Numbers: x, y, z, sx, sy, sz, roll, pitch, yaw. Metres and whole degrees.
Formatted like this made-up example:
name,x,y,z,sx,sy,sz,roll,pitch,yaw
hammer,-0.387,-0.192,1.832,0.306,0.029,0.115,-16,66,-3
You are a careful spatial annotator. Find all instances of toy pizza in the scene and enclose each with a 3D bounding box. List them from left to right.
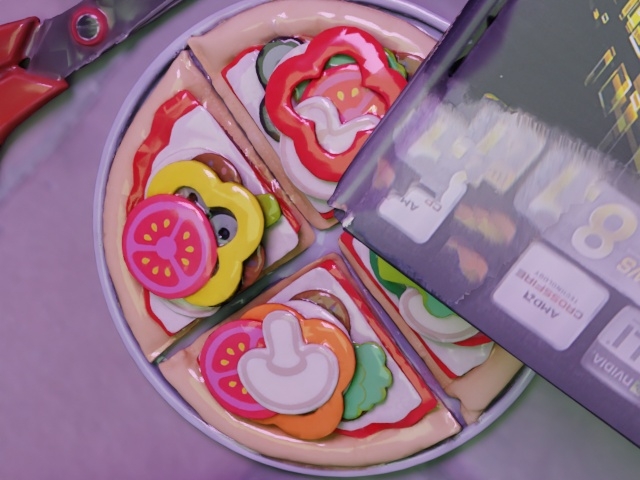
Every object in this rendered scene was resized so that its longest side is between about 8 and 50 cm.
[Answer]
name,x,y,z,sx,sy,sz,roll,pitch,yaw
toy pizza,0.000,0.000,0.680,0.201,0.032,0.201,2,100,14

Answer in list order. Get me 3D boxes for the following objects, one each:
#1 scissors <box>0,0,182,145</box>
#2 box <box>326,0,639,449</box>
name,x,y,z,sx,sy,sz,roll,pitch,yaw
scissors,-0.105,-0.071,0.704,0.297,0.021,0.109,-14,93,15
box,0.251,-0.025,0.558,0.395,0.097,0.318,37,109,-2
